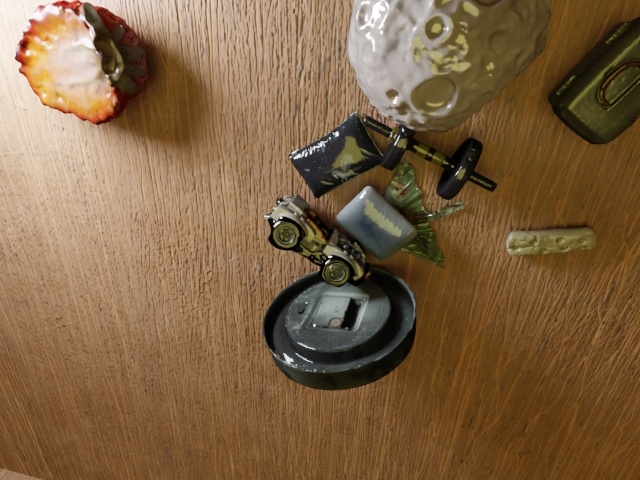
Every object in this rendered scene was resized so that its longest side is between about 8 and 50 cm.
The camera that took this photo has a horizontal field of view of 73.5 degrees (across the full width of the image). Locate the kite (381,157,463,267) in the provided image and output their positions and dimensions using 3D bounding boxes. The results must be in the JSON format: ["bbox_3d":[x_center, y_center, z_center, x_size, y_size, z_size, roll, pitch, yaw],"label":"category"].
[{"bbox_3d":[0.229,-0.052,1.093,0.267,0.013,0.323,-15,113,21],"label":"kite"}]

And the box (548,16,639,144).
[{"bbox_3d":[0.555,-0.301,0.813,0.148,0.129,0.210,36,121,-7],"label":"box"}]

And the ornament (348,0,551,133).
[{"bbox_3d":[0.206,-0.368,0.750,0.337,0.337,0.337,6,118,11],"label":"ornament"}]

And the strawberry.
[{"bbox_3d":[-0.564,-0.425,1.028,0.336,0.149,0.265,-2,124,26],"label":"strawberry"}]

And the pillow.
[{"bbox_3d":[0.039,-0.199,1.041,0.208,0.055,0.141,-28,99,24],"label":"pillow"}]

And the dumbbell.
[{"bbox_3d":[0.240,-0.190,0.942,0.325,0.143,0.143,27,120,-1],"label":"dumbbell"}]

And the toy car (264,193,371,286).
[{"bbox_3d":[0.002,-0.001,1.083,0.301,0.193,0.118,35,106,-6],"label":"toy car"}]

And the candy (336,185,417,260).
[{"bbox_3d":[0.140,-0.040,1.076,0.174,0.071,0.138,42,126,-6],"label":"candy"}]

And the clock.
[{"bbox_3d":[0.048,0.199,1.062,0.386,0.386,0.077,-4,121,16],"label":"clock"}]

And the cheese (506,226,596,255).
[{"bbox_3d":[0.549,0.003,1.025,0.193,0.043,0.065,-4,115,15],"label":"cheese"}]
